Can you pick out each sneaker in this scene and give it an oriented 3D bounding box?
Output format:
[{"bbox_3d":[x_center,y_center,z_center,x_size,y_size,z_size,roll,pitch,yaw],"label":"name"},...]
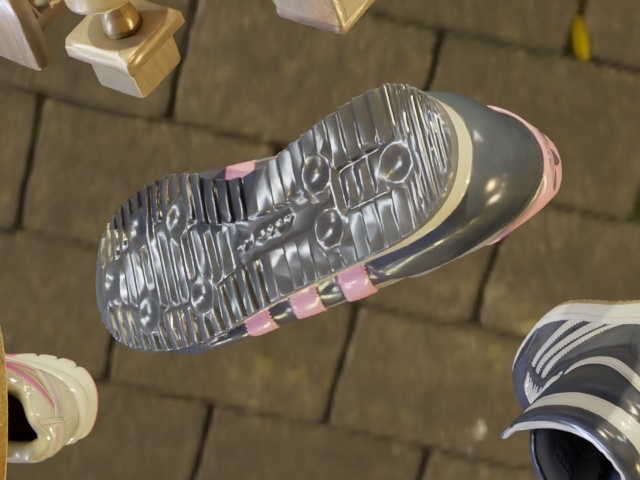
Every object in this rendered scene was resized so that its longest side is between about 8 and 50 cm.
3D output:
[{"bbox_3d":[0.169,0.119,1.316,0.153,0.282,0.099,-41,97,-22],"label":"sneaker"},{"bbox_3d":[-0.326,0.135,1.713,0.252,0.111,0.103,7,102,3],"label":"sneaker"},{"bbox_3d":[0.000,0.000,1.135,0.131,0.112,0.319,4,165,-43],"label":"sneaker"}]

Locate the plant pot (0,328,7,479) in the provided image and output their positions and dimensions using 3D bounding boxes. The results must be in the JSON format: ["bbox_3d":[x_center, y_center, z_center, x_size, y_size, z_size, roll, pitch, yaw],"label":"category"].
[{"bbox_3d":[-0.372,0.154,1.409,0.254,0.237,0.237,4,121,-21],"label":"plant pot"}]

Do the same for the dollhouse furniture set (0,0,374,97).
[{"bbox_3d":[-0.107,-0.260,1.068,0.355,0.303,0.174,22,148,34],"label":"dollhouse furniture set"}]
